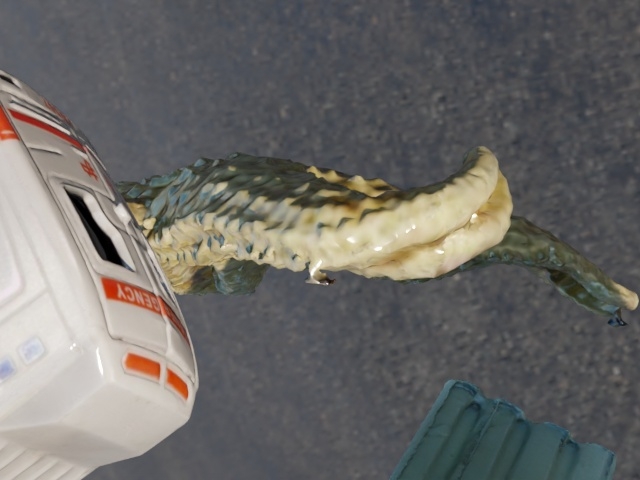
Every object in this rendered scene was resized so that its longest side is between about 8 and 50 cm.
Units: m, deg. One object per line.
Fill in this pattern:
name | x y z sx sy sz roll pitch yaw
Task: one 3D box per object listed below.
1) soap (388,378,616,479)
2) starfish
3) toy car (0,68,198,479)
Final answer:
soap | 0.083 0.166 0.742 0.114 0.198 0.063 25 122 12
starfish | 0.000 0.000 0.746 0.323 0.432 0.083 0 83 18
toy car | -0.138 0.049 0.369 0.108 0.209 0.089 59 -174 24
